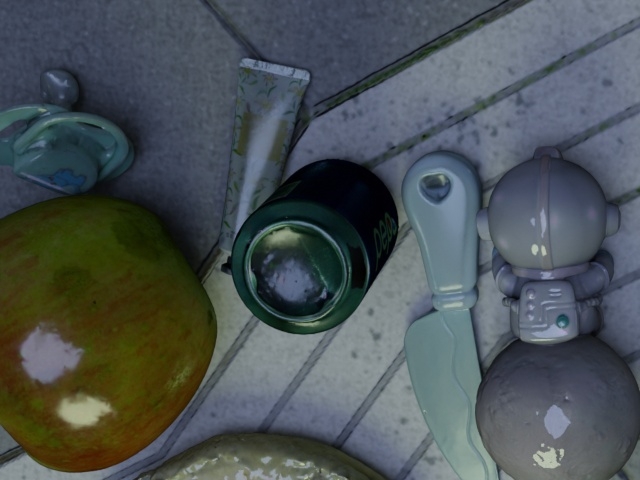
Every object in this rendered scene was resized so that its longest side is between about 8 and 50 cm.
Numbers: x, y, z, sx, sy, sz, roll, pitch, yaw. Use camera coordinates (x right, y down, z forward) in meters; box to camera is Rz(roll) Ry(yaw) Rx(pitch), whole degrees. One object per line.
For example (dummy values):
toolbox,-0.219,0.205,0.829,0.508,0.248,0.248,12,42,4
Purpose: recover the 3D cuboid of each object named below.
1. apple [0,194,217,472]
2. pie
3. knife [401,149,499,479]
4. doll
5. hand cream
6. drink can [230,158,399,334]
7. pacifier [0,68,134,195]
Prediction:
apple,-0.213,0.077,1.582,0.226,0.246,0.246,-39,91,-11
pie,-0.053,0.322,1.657,0.337,0.075,0.338,3,100,18
knife,0.113,0.083,1.584,0.080,0.044,0.331,-1,106,14
doll,0.197,0.063,1.504,0.151,0.151,0.287,-2,99,14
hand cream,-0.058,-0.063,1.587,0.067,0.042,0.194,13,101,12
drink can,0.000,0.000,1.501,0.118,0.205,0.118,3,105,12
pacifier,-0.233,-0.106,1.589,0.127,0.150,0.117,-31,51,42
